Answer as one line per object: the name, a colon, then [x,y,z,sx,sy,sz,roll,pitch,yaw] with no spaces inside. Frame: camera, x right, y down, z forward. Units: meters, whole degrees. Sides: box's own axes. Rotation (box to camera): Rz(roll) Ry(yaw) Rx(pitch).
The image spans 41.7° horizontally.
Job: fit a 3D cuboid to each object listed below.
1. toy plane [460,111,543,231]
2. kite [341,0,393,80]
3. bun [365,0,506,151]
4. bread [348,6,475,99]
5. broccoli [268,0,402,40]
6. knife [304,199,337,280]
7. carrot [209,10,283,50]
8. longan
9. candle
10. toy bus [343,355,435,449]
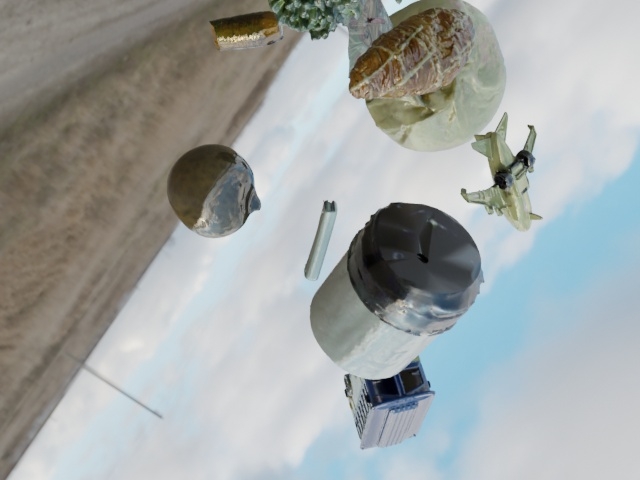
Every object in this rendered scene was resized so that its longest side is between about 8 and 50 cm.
toy plane: [0.360,-0.113,1.602,0.229,0.244,0.092,-42,-152,-25]
kite: [0.047,-0.347,1.326,0.012,0.229,0.250,4,-172,40]
bun: [0.242,-0.370,1.896,0.361,0.361,0.213,-49,-176,31]
bread: [0.137,-0.250,1.126,0.233,0.105,0.076,-33,-177,-25]
broccoli: [0.035,-0.403,1.005,0.288,0.248,0.245,-30,-159,29]
knife: [0.000,0.000,1.255,0.162,0.023,0.044,106,-10,-45]
carrot: [-0.173,-0.485,1.947,0.173,0.082,0.082,-9,-159,9]
longan: [-0.122,-0.057,0.976,0.113,0.113,0.092,-57,-173,-12]
candle: [0.110,0.105,1.427,0.342,0.221,0.221,-57,-175,46]
toy bus: [0.140,0.322,1.795,0.288,0.138,0.175,95,-19,-60]
